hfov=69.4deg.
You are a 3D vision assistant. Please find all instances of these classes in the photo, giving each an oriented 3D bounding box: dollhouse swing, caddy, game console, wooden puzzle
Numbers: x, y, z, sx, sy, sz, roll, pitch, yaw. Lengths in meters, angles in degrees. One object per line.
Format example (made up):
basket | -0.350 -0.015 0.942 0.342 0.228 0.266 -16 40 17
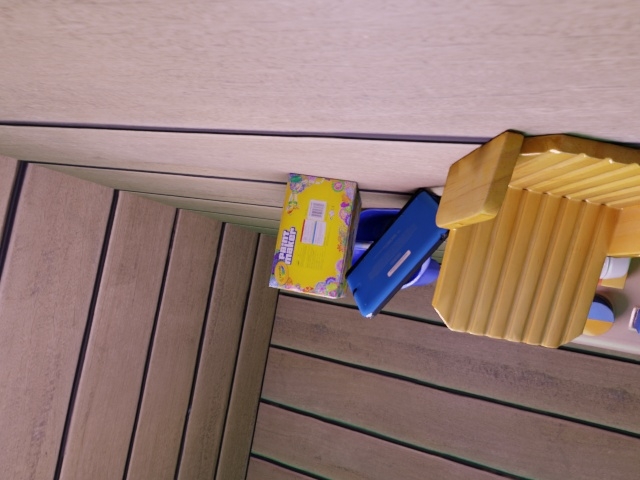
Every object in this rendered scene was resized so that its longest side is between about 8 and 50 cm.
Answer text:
dollhouse swing | 0.387 0.033 0.766 0.347 0.304 0.315 11 176 -4
caddy | 0.217 0.024 1.442 0.179 0.241 0.341 8 178 -44
game console | 0.217 0.040 1.111 0.173 0.293 0.250 29 -160 -27
wooden puzzle | 0.735 0.128 1.090 0.322 0.347 0.080 8 -156 18

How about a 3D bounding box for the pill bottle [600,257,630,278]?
pill bottle | 0.468 0.022 1.018 0.334 0.187 0.188 -5 172 13

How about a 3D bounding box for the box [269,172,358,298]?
box | 0.000 0.000 1.257 0.177 0.289 0.279 9 175 9
